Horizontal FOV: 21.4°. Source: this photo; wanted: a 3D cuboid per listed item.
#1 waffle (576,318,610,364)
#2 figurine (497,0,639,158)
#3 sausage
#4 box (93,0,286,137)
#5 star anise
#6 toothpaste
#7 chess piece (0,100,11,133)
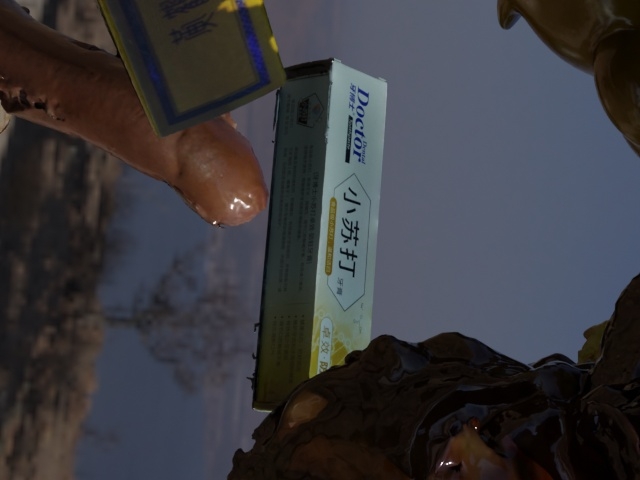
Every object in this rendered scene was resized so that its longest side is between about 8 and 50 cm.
[{"bbox_3d":[0.284,0.206,1.640,0.291,0.051,0.291,-15,-110,49],"label":"waffle"},{"bbox_3d":[0.233,-0.167,1.203,0.215,0.228,0.215,-52,167,-17],"label":"figurine"},{"bbox_3d":[-0.156,-0.097,1.161,0.078,0.304,0.078,-38,143,-35],"label":"sausage"},{"bbox_3d":[-0.124,-0.229,0.923,0.193,0.084,0.301,71,-6,-55],"label":"box"},{"bbox_3d":[0.138,0.070,0.707,0.237,0.346,0.148,78,-14,-78],"label":"star anise"},{"bbox_3d":[0.000,0.000,1.497,0.089,0.071,0.312,16,73,-47],"label":"toothpaste"},{"bbox_3d":[-0.267,-0.114,1.291,0.084,0.038,0.083,-27,121,-59],"label":"chess piece"}]
